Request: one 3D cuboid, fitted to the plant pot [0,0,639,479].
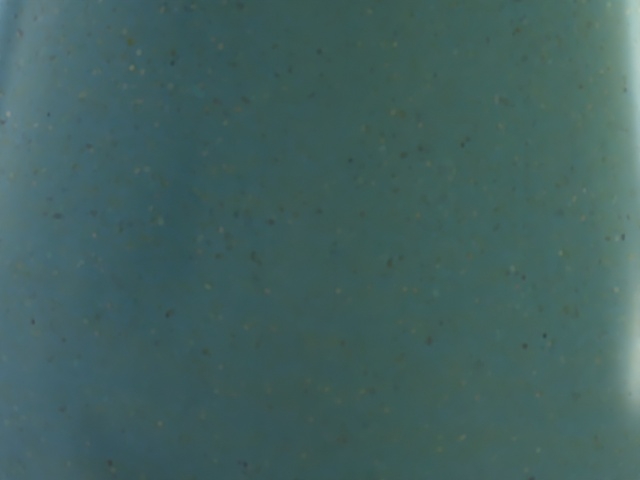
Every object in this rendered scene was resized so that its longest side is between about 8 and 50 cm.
[{"bbox_3d":[0.000,0.000,0.456,0.272,0.271,0.255,6,111,4],"label":"plant pot"}]
